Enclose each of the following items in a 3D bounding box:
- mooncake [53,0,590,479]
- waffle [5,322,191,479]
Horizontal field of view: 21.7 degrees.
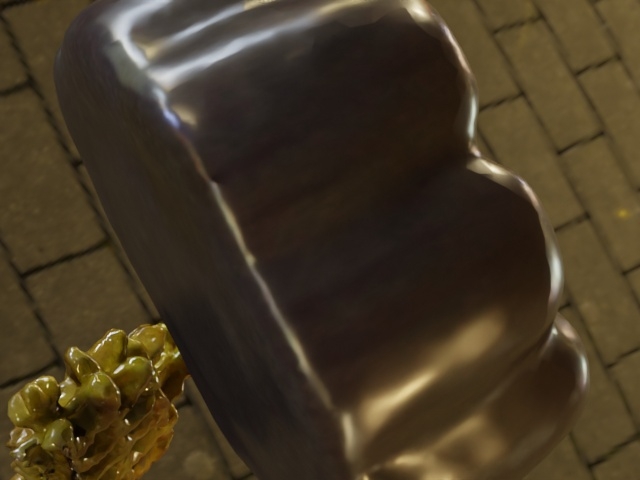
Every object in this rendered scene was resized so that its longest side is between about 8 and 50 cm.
[{"bbox_3d":[0.000,0.000,0.801,0.154,0.306,0.306,-30,89,-11],"label":"mooncake"},{"bbox_3d":[-0.190,0.184,1.186,0.069,0.293,0.260,41,20,12],"label":"waffle"}]
